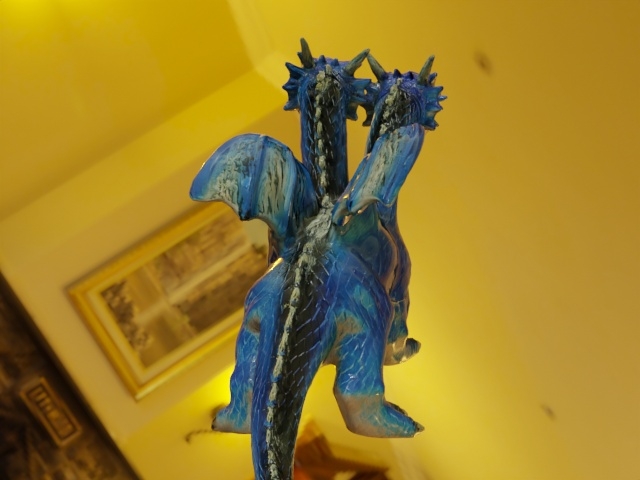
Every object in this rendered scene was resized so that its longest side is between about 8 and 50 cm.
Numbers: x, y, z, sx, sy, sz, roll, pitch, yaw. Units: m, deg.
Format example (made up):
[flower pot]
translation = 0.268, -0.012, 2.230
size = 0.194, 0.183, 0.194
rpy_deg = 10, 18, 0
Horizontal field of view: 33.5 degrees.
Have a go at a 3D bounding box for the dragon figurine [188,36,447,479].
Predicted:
[dragon figurine]
translation = 0.000, 0.000, 0.423
size = 0.289, 0.085, 0.144
rpy_deg = -54, 143, -69
